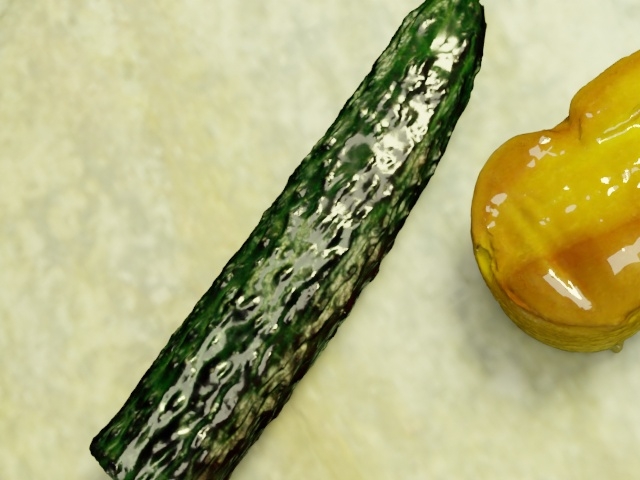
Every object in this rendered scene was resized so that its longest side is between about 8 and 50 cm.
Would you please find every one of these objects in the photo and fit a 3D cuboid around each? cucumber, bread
[{"bbox_3d":[0.000,0.000,0.566,0.067,0.067,0.293,35,84,13],"label":"cucumber"},{"bbox_3d":[0.177,-0.045,0.533,0.245,0.094,0.102,-33,71,2],"label":"bread"}]
